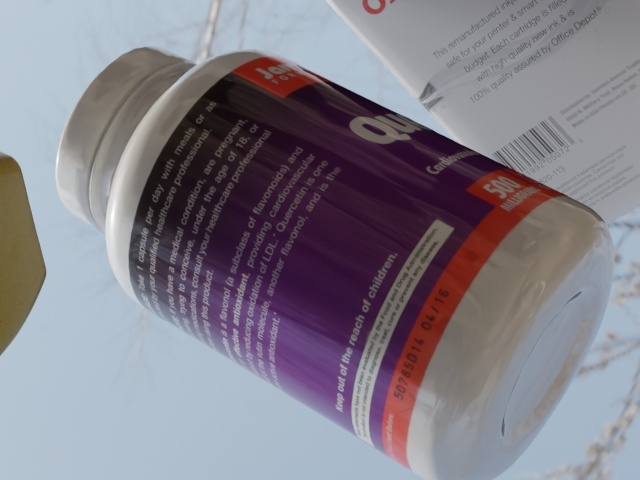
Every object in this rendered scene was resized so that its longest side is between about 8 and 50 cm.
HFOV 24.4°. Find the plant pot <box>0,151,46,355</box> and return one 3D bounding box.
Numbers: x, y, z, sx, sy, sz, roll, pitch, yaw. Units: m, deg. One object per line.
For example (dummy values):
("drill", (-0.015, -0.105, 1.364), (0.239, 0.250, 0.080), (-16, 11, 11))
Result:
("plant pot", (-0.141, 0.003, 0.491), (0.081, 0.081, 0.083), (21, -138, 40))

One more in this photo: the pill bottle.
("pill bottle", (0.000, 0.000, 0.893), (0.323, 0.181, 0.181), (29, -138, 24))

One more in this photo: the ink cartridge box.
("ink cartridge box", (0.177, -0.162, 1.119), (0.283, 0.207, 0.117), (46, -143, -13))
